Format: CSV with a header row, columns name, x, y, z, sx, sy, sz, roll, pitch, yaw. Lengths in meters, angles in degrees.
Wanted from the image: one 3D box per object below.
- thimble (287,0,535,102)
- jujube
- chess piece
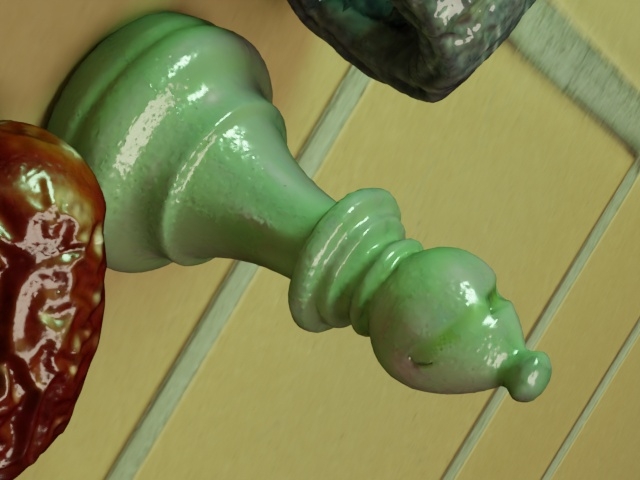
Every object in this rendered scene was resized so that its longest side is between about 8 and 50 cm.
name,x,y,z,sx,sy,sz,roll,pitch,yaw
thimble,0.043,-0.155,0.907,0.098,0.150,0.150,-46,152,-17
jujube,-0.158,0.032,0.807,0.112,0.109,0.176,-5,119,-64
chess piece,0.000,0.000,0.859,0.139,0.272,0.139,-41,149,-32
